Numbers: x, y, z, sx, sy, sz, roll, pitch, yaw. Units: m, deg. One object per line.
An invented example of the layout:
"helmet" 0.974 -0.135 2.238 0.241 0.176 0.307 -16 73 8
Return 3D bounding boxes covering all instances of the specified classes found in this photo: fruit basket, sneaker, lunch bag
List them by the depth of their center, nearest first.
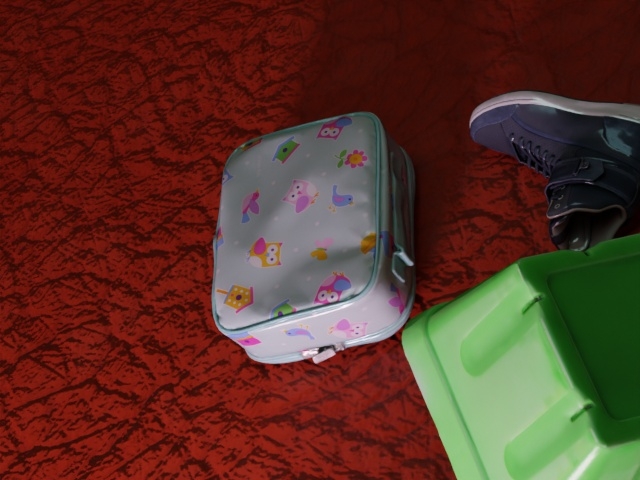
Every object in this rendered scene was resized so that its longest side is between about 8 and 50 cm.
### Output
"fruit basket" 0.255 0.132 1.364 0.392 0.392 0.283 -28 65 13
"sneaker" 0.236 -0.070 1.638 0.226 0.086 0.163 7 60 34
"lunch bag" 0.000 0.000 1.724 0.224 0.108 0.279 -13 53 21
